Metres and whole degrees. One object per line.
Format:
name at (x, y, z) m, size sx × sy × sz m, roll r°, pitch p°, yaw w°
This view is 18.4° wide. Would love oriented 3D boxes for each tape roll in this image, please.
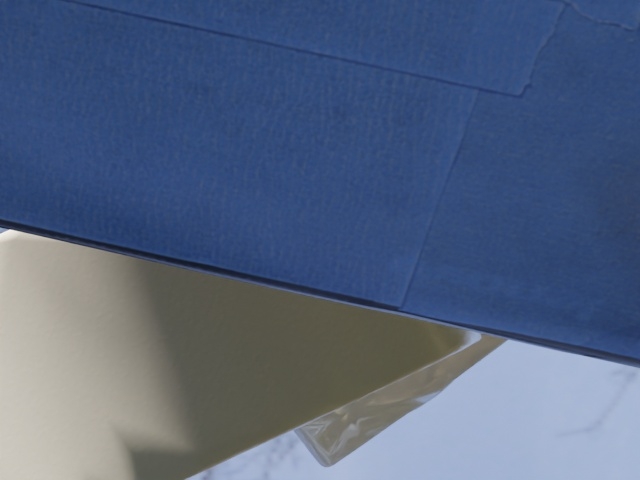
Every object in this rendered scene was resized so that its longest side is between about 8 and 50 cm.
tape roll at (-0.084, 0.051, 0.766) m, size 0.286 × 0.286 × 0.100 m, roll -21°, pitch -96°, yaw -47°

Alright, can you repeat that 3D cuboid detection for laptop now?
laptop at (-0.088, -0.087, 0.198) m, size 0.408 × 0.381 × 0.236 m, roll -76°, pitch -2°, yaw -80°

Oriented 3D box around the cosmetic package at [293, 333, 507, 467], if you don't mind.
cosmetic package at (0.000, 0.000, 1.121) m, size 0.151 × 0.151 × 0.184 m, roll 54°, pitch 178°, yaw 36°
